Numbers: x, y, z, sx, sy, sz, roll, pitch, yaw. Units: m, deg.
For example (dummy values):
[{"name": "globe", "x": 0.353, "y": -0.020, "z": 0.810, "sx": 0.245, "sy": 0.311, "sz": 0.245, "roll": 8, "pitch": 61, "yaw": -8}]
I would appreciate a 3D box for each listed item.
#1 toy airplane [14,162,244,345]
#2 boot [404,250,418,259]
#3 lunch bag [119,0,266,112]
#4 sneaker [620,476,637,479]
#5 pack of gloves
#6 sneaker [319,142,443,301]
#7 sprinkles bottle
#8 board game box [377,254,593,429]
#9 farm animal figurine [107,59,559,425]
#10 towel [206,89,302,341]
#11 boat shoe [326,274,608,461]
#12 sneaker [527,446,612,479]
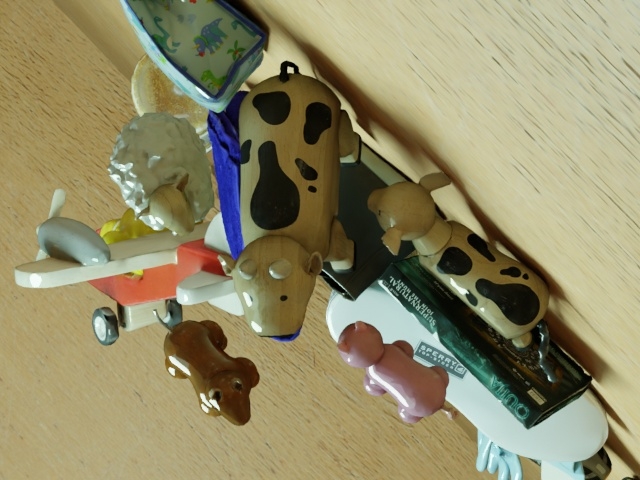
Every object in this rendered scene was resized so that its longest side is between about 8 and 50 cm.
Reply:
[{"name": "toy airplane", "x": -0.219, "y": -0.006, "z": 2.000, "sx": 0.386, "sy": 0.384, "sz": 0.272, "roll": -8, "pitch": -96, "yaw": -81}, {"name": "boot", "x": 0.026, "y": -0.016, "z": 1.486, "sx": 0.262, "sy": 0.095, "sz": 0.203, "roll": 47, "pitch": 175, "yaw": 31}, {"name": "lunch bag", "x": -0.128, "y": -0.199, "z": 1.268, "sx": 0.151, "sy": 0.096, "sz": 0.129, "roll": 37, "pitch": 176, "yaw": -1}, {"name": "sneaker", "x": 0.405, "y": 0.404, "z": 1.489, "sx": 0.300, "sy": 0.121, "sz": 0.111, "roll": 45, "pitch": 176, "yaw": 21}, {"name": "pack of gloves", "x": 0.209, "y": 0.209, "z": 1.467, "sx": 0.195, "sy": 0.046, "sz": 0.232, "roll": 37, "pitch": 144, "yaw": 52}, {"name": "sneaker", "x": 0.010, "y": -0.034, "z": 1.295, "sx": 0.083, "sy": 0.118, "sz": 0.222, "roll": 49, "pitch": 175, "yaw": -36}, {"name": "sprinkles bottle", "x": -0.185, "y": -0.180, "z": 1.826, "sx": 0.121, "sy": 0.121, "sz": 0.355, "roll": 47, "pitch": 176, "yaw": -2}, {"name": "board game box", "x": 0.150, "y": 0.082, "z": 1.223, "sx": 0.186, "sy": 0.026, "sz": 0.126, "roll": 46, "pitch": -153, "yaw": 18}, {"name": "farm animal figurine", "x": 0.000, "y": 0.000, "z": 1.120, "sx": 0.172, "sy": 0.330, "sz": 0.327, "roll": 51, "pitch": -158, "yaw": -72}, {"name": "towel", "x": -0.078, "y": -0.037, "z": 1.528, "sx": 0.308, "sy": 0.076, "sz": 0.227, "roll": -121, "pitch": 28, "yaw": -73}, {"name": "boat shoe", "x": 0.147, "y": 0.109, "z": 1.332, "sx": 0.301, "sy": 0.108, "sz": 0.102, "roll": 27, "pitch": -149, "yaw": -3}, {"name": "sneaker", "x": 0.256, "y": 0.225, "z": 1.570, "sx": 0.083, "sy": 0.084, "sz": 0.215, "roll": 43, "pitch": 176, "yaw": -21}]
